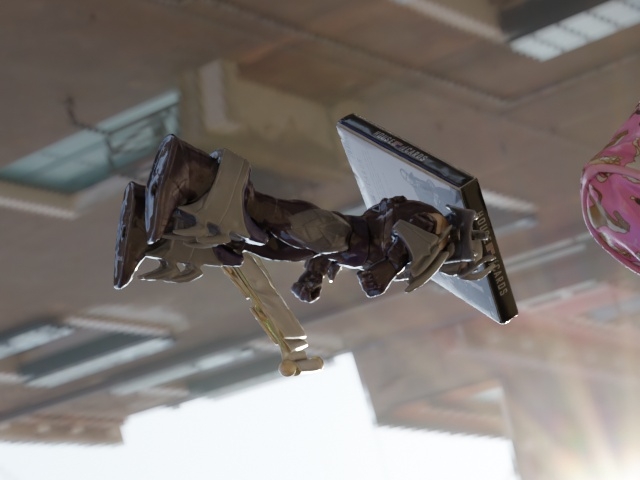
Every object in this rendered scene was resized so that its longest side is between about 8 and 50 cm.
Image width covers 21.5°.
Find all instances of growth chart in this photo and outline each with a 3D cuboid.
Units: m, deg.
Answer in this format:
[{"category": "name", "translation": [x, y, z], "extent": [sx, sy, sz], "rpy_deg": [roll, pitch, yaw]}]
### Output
[{"category": "growth chart", "translation": [-0.070, 0.035, 1.603], "extent": [0.237, 0.021, 0.172], "rpy_deg": [57, -172, 17]}]

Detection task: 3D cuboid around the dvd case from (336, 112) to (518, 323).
[{"category": "dvd case", "translation": [0.113, -0.027, 1.813], "extent": [0.029, 0.238, 0.179], "rpy_deg": [-32, -56, -17]}]

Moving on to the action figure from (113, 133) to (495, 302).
[{"category": "action figure", "translation": [0.000, 0.000, 1.234], "extent": [0.285, 0.185, 0.099], "rpy_deg": [8, -104, -21]}]

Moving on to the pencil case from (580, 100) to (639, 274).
[{"category": "pencil case", "translation": [0.430, -0.119, 1.773], "extent": [0.386, 0.167, 0.160], "rpy_deg": [-43, -42, -28]}]
